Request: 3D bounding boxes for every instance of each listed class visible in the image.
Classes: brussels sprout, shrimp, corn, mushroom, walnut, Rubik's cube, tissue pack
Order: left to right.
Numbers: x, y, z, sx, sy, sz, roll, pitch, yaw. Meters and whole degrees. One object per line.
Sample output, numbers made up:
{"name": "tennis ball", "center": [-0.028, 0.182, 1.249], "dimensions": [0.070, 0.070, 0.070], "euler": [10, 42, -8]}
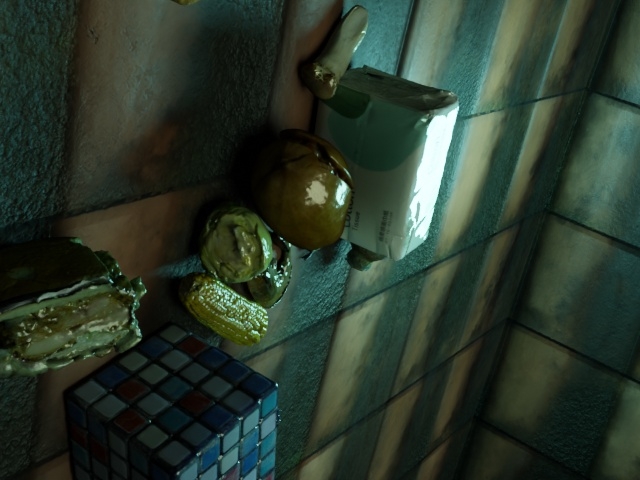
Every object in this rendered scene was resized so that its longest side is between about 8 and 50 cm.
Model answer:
{"name": "Rubik's cube", "center": [-0.275, 0.381, 1.722], "dimensions": [0.287, 0.293, 0.292], "euler": [-34, 142, -43]}
{"name": "corn", "center": [-0.202, 0.144, 1.855], "dimensions": [0.102, 0.102, 0.313], "euler": [-61, 150, -6]}
{"name": "brussels sprout", "center": [-0.159, 0.000, 1.764], "dimensions": [0.152, 0.149, 0.122], "euler": [-57, -177, 28]}
{"name": "shrimp", "center": [-0.107, 0.052, 1.989], "dimensions": [0.173, 0.058, 0.253], "euler": [-57, 156, -29]}
{"name": "walnut", "center": [-0.034, -0.087, 1.836], "dimensions": [0.209, 0.209, 0.336], "euler": [-54, 154, -18]}
{"name": "mushroom", "center": [0.034, -0.388, 1.845], "dimensions": [0.209, 0.084, 0.071], "euler": [-60, -166, -19]}
{"name": "tissue pack", "center": [0.125, -0.172, 1.962], "dimensions": [0.194, 0.266, 0.357], "euler": [-34, 140, -51]}

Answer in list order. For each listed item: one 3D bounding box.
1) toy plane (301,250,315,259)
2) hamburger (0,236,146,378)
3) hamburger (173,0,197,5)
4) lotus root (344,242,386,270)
{"name": "toy plane", "center": [0.000, 0.000, 2.147], "dimensions": [0.120, 0.031, 0.049], "euler": [-41, 150, -32]}
{"name": "hamburger", "center": [-0.411, 0.092, 1.378], "dimensions": [0.288, 0.192, 0.168], "euler": [-14, 123, -24]}
{"name": "hamburger", "center": [-0.204, -0.420, 1.327], "dimensions": [0.147, 0.138, 0.083], "euler": [-51, 146, -8]}
{"name": "lotus root", "center": [0.171, -0.079, 2.236], "dimensions": [0.350, 0.175, 0.175], "euler": [-64, 152, 1]}
